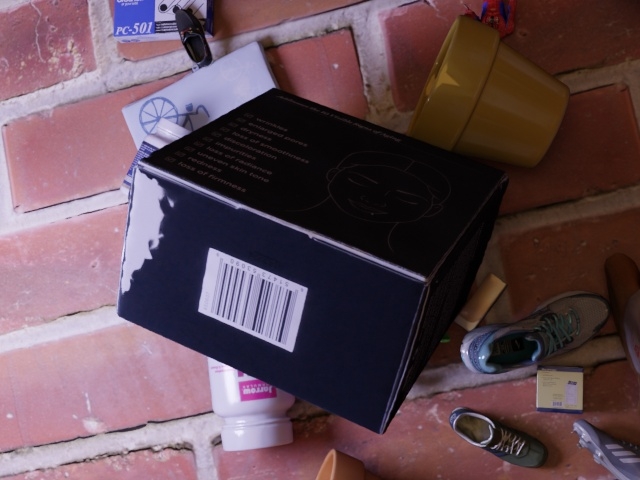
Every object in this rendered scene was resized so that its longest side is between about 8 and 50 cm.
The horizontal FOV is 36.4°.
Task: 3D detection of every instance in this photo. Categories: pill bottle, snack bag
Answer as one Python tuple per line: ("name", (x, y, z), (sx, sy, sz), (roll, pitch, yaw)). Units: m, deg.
("pill bottle", (-0.323, -0.155, 1.942), (0.094, 0.094, 0.169), (26, 92, 15))
("snack bag", (-0.207, -0.208, 1.988), (0.342, 0.037, 0.323), (-27, 79, 10))
("pill bottle", (-0.133, 0.250, 1.856), (0.160, 0.160, 0.283), (-9, 82, 12))

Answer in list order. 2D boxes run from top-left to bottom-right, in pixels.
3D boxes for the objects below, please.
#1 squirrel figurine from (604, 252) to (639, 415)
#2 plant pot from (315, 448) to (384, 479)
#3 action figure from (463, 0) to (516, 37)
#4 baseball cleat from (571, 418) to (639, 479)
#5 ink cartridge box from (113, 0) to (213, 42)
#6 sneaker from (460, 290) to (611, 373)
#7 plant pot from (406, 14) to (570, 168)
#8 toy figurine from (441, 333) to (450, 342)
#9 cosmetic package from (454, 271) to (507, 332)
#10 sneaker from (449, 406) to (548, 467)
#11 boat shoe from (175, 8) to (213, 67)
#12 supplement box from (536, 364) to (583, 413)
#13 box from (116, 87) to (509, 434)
("squirrel figurine", (0.722, 0.183, 1.644), (0.370, 0.281, 0.397), (-11, 96, 2))
("plant pot", (0.071, 0.542, 1.733), (0.203, 0.291, 0.291), (19, 89, -3))
("action figure", (0.326, -0.496, 1.846), (0.091, 0.139, 0.280), (1, 87, 15))
("baseball cleat", (0.549, 0.380, 1.738), (0.109, 0.072, 0.206), (-42, 81, -8))
("ink cartridge box", (-0.328, -0.471, 2.039), (0.207, 0.046, 0.097), (0, 84, 13))
("sneaker", (0.397, 0.177, 1.737), (0.283, 0.122, 0.110), (-23, 94, -3))
("plant pot", (0.310, -0.249, 1.776), (0.239, 0.254, 0.254), (23, 90, -1))
("toy figurine", (0.130, 0.217, 1.798), (0.173, 0.130, 0.159), (20, 104, -9))
("cosmetic package", (0.300, 0.117, 1.820), (0.041, 0.060, 0.115), (36, 91, 13))
("sneaker", (0.320, 0.364, 1.774), (0.192, 0.086, 0.064), (25, 90, 14))
("boat shoe", (-0.260, -0.414, 1.974), (0.049, 0.042, 0.133), (-27, 83, 14))
("supplement box", (0.436, 0.270, 1.772), (0.083, 0.056, 0.083), (1, 84, 13))
("box", (0.000, 0.000, 1.612), (0.479, 0.472, 0.297), (22, 121, 15))
